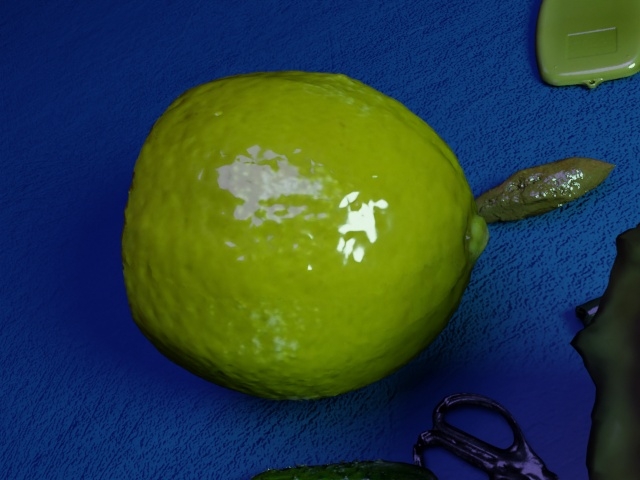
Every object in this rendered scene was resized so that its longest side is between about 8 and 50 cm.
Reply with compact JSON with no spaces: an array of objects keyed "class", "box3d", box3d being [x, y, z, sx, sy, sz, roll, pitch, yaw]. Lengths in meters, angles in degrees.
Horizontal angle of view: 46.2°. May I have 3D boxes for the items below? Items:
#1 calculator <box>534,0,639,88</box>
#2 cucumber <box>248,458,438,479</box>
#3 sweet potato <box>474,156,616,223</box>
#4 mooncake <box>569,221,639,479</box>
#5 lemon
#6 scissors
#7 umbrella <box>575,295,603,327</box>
[{"class":"calculator","box3d":[0.372,-0.297,1.020,0.157,0.033,0.236,-3,56,24]},{"class":"cucumber","box3d":[0.009,0.256,0.754,0.228,0.069,0.069,-10,51,24]},{"class":"sweet potato","box3d":[0.242,-0.053,0.882,0.206,0.060,0.068,-23,13,23]},{"class":"mooncake","box3d":[0.264,0.177,0.408,0.393,0.246,0.394,-40,40,22]},{"class":"lemon","box3d":[0.000,0.000,0.780,0.364,0.364,0.364,-14,50,17]},{"class":"scissors","box3d":[0.221,0.236,0.690,0.300,0.022,0.109,22,71,37]},{"class":"umbrella","box3d":[0.329,0.061,0.766,0.133,0.031,0.036,-22,74,10]}]
